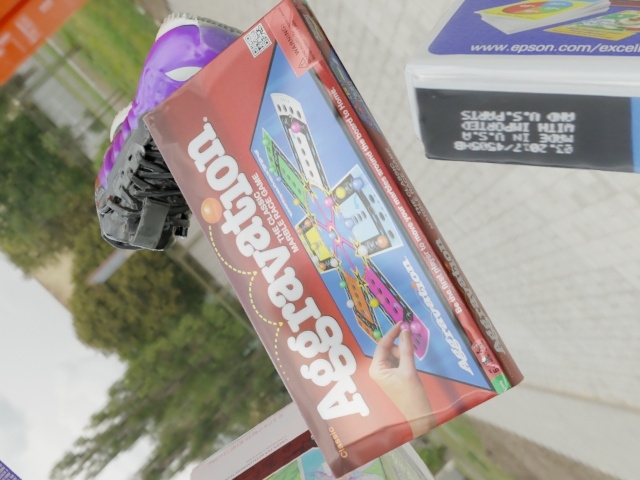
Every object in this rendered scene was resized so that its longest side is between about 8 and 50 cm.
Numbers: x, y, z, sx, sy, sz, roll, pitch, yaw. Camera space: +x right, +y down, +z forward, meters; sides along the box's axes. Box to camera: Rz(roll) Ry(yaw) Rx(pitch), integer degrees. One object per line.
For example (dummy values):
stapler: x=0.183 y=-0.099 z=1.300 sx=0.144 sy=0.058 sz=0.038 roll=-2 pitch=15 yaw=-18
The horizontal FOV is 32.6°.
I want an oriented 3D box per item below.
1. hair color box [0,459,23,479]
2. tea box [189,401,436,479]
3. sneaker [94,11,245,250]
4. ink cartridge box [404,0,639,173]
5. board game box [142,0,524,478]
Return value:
hair color box: x=-0.345 y=0.373 z=1.165 sx=0.339 sy=0.185 sz=0.110 roll=43 pitch=-165 yaw=-2
tea box: x=0.053 y=0.363 z=1.063 sx=0.329 sy=0.220 sz=0.323 roll=54 pitch=-175 yaw=-21
sneaker: x=-0.120 y=-0.065 z=0.893 sx=0.102 sy=0.146 sz=0.293 roll=20 pitch=156 yaw=-15
ink cartridge box: x=0.239 y=-0.136 z=0.574 sx=0.303 sy=0.307 sz=0.072 roll=5 pitch=126 yaw=27
board game box: x=0.000 y=0.000 z=0.713 sx=0.027 sy=0.145 sz=0.281 roll=-15 pitch=-107 yaw=-59
